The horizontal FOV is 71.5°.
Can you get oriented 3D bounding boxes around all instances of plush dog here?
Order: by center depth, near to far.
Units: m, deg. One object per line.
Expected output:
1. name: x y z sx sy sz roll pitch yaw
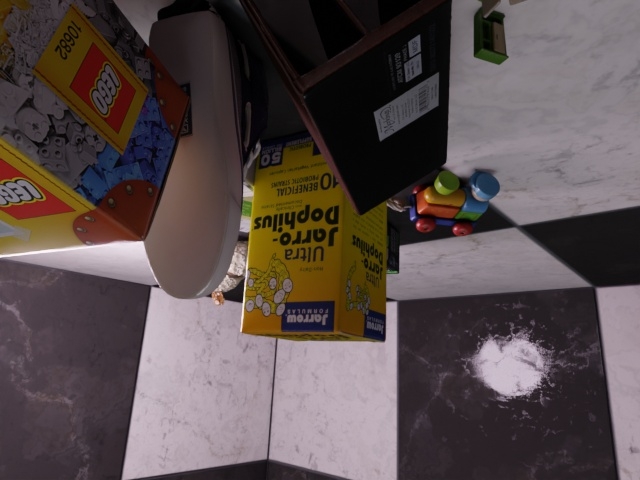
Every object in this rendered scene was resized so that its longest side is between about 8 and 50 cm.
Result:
1. plush dog: -0.308 0.081 1.510 0.262 0.211 0.225 18 135 -40

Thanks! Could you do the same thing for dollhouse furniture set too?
1. dollhouse furniture set: 0.213 -0.251 0.448 0.076 0.059 0.151 8 163 -19

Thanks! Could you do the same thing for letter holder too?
1. letter holder: 0.034 -0.201 0.545 0.151 0.215 0.302 -32 158 4

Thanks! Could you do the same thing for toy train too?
1. toy train: 0.235 -0.093 0.934 0.247 0.105 0.143 6 153 -10

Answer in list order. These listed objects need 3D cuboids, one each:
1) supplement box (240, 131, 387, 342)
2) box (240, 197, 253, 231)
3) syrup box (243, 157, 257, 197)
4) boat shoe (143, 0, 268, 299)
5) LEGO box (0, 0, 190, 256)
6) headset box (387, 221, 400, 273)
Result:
1. supplement box: 0.000 0.000 0.819 0.194 0.357 0.195 -7 162 29
2. box: -0.197 -0.079 1.063 0.101 0.087 0.102 12 161 -29
3. syrup box: -0.188 -0.158 0.774 0.093 0.097 0.237 -4 162 17
4. boat shoe: -0.123 -0.102 0.558 0.127 0.341 0.158 1 177 21
5. LEGO box: -0.439 -0.145 0.375 0.499 0.193 0.372 -5 149 20
6. headset box: 0.071 0.013 1.256 0.246 0.132 0.283 -5 163 27
